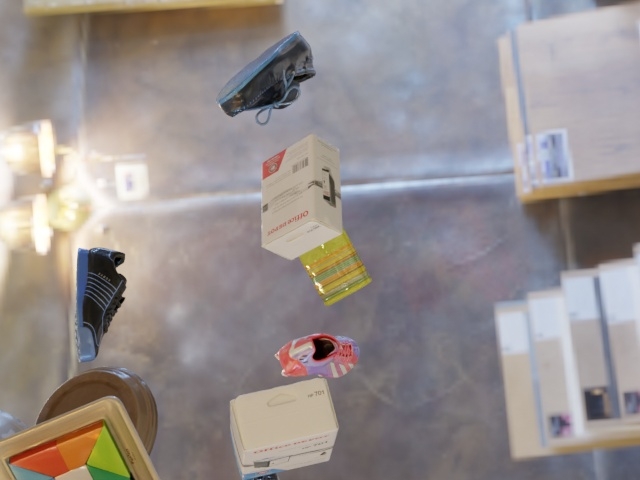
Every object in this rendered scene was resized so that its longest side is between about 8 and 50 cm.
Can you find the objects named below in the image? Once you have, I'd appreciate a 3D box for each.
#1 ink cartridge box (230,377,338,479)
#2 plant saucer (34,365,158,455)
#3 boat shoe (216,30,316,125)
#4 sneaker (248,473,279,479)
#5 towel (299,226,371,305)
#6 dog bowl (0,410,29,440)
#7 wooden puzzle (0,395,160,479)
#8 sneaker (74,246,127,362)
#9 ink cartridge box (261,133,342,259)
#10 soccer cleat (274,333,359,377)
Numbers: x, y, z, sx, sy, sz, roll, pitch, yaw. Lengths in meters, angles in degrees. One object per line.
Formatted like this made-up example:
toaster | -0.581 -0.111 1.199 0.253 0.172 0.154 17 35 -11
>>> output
ink cartridge box | -0.055 0.273 1.737 0.190 0.140 0.082 100 157 -68
plant saucer | -0.441 0.365 2.314 0.041 0.278 0.277 50 -148 -55
boat shoe | -0.063 -0.241 1.826 0.089 0.109 0.258 57 -140 -13
sneaker | -0.098 0.544 2.293 0.227 0.087 0.130 -110 11 -55
towel | 0.000 0.000 2.277 0.237 0.102 0.021 62 179 -11
dog bowl | -0.642 0.493 2.262 0.102 0.349 0.348 -19 -74 -63
wooden puzzle | -0.378 0.371 1.866 0.044 0.239 0.221 -106 -4 -66
sneaker | -0.388 0.110 2.142 0.081 0.090 0.232 109 159 -55
ink cartridge box | -0.025 -0.056 1.587 0.056 0.099 0.135 27 -131 -39
soccer cleat | 0.016 0.213 2.288 0.248 0.095 0.083 3 -118 -55
